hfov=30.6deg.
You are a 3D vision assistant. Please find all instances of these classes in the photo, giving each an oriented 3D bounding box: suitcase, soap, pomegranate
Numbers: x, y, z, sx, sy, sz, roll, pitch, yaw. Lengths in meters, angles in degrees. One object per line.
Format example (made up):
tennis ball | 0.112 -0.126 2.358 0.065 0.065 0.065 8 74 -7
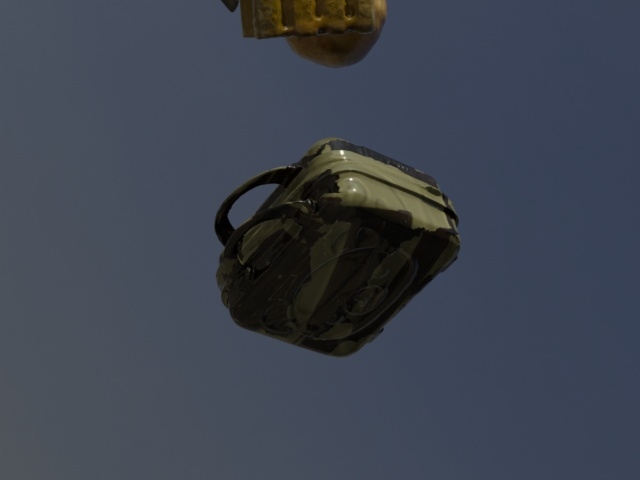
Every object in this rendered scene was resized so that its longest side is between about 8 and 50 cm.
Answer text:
suitcase | 0.000 0.000 1.794 0.351 0.339 0.194 -48 -141 31
soap | -0.019 -0.335 1.246 0.073 0.140 0.232 -157 -119 -63
pomegranate | 0.021 -0.376 1.926 0.196 0.196 0.196 31 -43 34

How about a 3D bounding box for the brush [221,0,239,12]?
brush | -0.185 -0.440 1.851 0.190 0.027 0.034 50 -34 13
